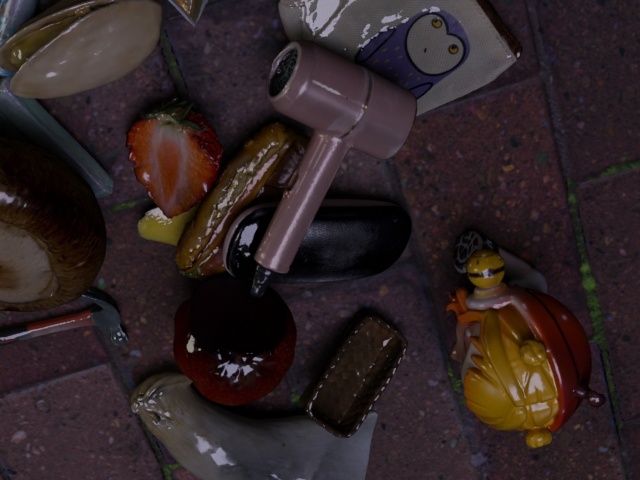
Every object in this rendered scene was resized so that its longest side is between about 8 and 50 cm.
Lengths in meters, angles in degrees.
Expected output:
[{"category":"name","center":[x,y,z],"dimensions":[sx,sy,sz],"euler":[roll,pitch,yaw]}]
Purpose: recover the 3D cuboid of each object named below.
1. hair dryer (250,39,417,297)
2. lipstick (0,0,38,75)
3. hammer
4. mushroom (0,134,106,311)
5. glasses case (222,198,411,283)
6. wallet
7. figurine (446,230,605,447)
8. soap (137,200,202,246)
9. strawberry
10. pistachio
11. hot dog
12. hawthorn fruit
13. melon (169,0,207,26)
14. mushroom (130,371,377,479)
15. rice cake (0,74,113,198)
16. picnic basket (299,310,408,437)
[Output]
[{"category":"hair dryer","center":[-0.026,-0.081,1.773],"dimensions":[0.189,0.107,0.344],"euler":[23,96,-26]},{"category":"lipstick","center":[-0.399,-0.295,1.733],"dimensions":[0.048,0.048,0.158],"euler":[14,119,-17]},{"category":"hammer","center":[-0.443,0.139,2.006],"dimensions":[0.287,0.033,0.111],"euler":[-14,124,0]},{"category":"mushroom","center":[-0.451,-0.023,1.776],"dimensions":[0.345,0.345,0.239],"euler":[-22,78,5]},{"category":"glasses case","center":[0.000,0.000,1.915],"dimensions":[0.314,0.075,0.122],"euler":[-3,124,-36]},{"category":"wallet","center":[0.103,-0.299,1.791],"dimensions":[0.274,0.068,0.335],"euler":[-29,125,18]},{"category":"figurine","center":[0.290,0.156,1.958],"dimensions":[0.196,0.323,0.320],"euler":[-12,124,0]},{"category":"soap","center":[-0.183,-0.022,1.945],"dimensions":[0.168,0.033,0.089],"euler":[18,108,-20]},{"category":"strawberry","center":[-0.195,-0.114,1.848],"dimensions":[0.146,0.082,0.187],"euler":[27,129,24]},{"category":"pistachio","center":[-0.308,-0.259,1.715],"dimensions":[0.223,0.126,0.152],"euler":[-27,164,-2]},{"category":"hot dog","center":[-0.115,-0.055,1.880],"dimensions":[0.269,0.072,0.115],"euler":[-51,153,5]},{"category":"hawthorn fruit","center":[-0.126,0.141,1.954],"dimensions":[0.189,0.251,0.190],"euler":[0,91,-3]},{"category":"melon","center":[-0.188,-0.373,1.695],"dimensions":[0.139,0.093,0.203],"euler":[12,115,-7]},{"category":"mushroom","center":[-0.117,0.320,2.117],"dimensions":[0.397,0.126,0.177],"euler":[13,91,-18]},{"category":"rice cake","center":[-0.384,-0.134,1.833],"dimensions":[0.080,0.042,0.222],"euler":[-17,128,35]},{"category":"picnic basket","center":[0.050,0.209,2.081],"dimensions":[0.110,0.055,0.193],"euler":[36,84,-27]}]
